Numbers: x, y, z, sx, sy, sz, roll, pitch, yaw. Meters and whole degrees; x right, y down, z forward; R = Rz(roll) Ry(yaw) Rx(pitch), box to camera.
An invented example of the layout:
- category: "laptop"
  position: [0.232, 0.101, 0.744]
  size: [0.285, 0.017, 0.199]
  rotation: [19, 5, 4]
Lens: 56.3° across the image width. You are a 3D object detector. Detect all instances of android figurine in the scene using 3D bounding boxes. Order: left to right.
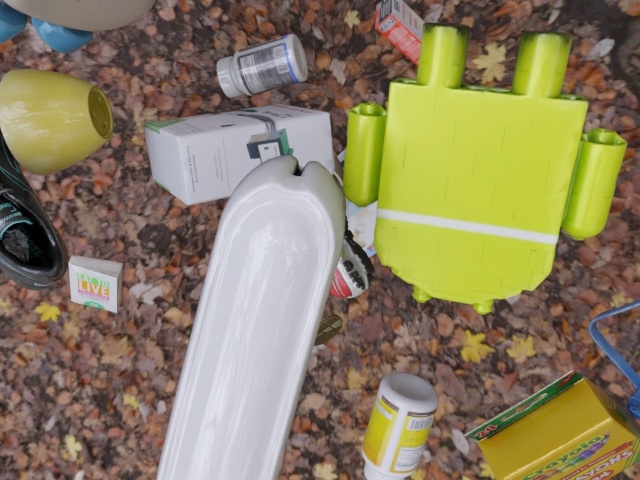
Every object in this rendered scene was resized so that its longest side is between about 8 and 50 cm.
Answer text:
- category: "android figurine"
  position: [0.141, -0.055, 0.556]
  size: [0.248, 0.056, 0.273]
  rotation: [8, 114, 14]

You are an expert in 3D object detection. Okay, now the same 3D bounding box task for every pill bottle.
- category: "pill bottle"
  position: [-0.096, -0.285, 0.987]
  size: [0.137, 0.078, 0.078]
  rotation: [-11, 103, 16]
- category: "pill bottle"
  position: [0.150, 0.376, 1.172]
  size: [0.117, 0.117, 0.215]
  rotation: [13, 109, -1]

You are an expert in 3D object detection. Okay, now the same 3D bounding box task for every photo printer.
- category: "photo printer"
  position: [-0.056, 0.070, 0.573]
  size: [0.107, 0.256, 0.308]
  rotation: [15, 98, -2]

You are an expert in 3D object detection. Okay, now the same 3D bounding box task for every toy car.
- category: "toy car"
  position: [-0.305, -0.376, 0.684]
  size: [0.219, 0.210, 0.238]
  rotation: [-20, 93, 24]

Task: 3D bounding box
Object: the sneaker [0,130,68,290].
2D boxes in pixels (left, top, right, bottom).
- category: "sneaker"
  position: [-0.381, -0.060, 0.702]
  size: [0.101, 0.106, 0.267]
  rotation: [-39, 109, -23]

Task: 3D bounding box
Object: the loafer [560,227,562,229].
- category: "loafer"
  position: [0.248, -0.061, 0.704]
  size: [0.078, 0.220, 0.080]
  rotation: [-31, 98, -2]

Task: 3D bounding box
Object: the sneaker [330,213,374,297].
- category: "sneaker"
  position: [0.000, 0.000, 1.268]
  size: [0.118, 0.107, 0.279]
  rotation: [-29, 87, 44]

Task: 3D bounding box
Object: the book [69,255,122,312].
- category: "book"
  position: [-0.448, 0.087, 1.191]
  size: [0.096, 0.035, 0.144]
  rotation: [15, 141, -8]

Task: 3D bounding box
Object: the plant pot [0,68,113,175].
- category: "plant pot"
  position: [-0.322, -0.155, 0.756]
  size: [0.095, 0.134, 0.134]
  rotation: [-8, 103, 6]

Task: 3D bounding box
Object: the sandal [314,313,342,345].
- category: "sandal"
  position: [-0.032, 0.215, 1.359]
  size: [0.180, 0.049, 0.072]
  rotation: [-30, 137, -11]

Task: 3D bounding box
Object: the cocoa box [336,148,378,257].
- category: "cocoa box"
  position: [0.073, -0.081, 1.768]
  size: [0.347, 0.228, 0.231]
  rotation: [-35, 121, 19]

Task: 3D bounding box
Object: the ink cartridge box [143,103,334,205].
- category: "ink cartridge box"
  position: [-0.112, -0.128, 0.834]
  size: [0.219, 0.160, 0.093]
  rotation: [-16, 114, -27]

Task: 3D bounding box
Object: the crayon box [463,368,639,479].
- category: "crayon box"
  position: [0.395, 0.330, 0.967]
  size: [0.202, 0.081, 0.318]
  rotation: [-40, 134, 19]

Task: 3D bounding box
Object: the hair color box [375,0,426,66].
- category: "hair color box"
  position: [0.162, -0.372, 1.076]
  size: [0.141, 0.072, 0.043]
  rotation: [32, 137, -30]

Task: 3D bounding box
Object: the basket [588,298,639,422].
- category: "basket"
  position: [0.603, 0.203, 0.941]
  size: [0.201, 0.255, 0.289]
  rotation: [-25, 75, -31]

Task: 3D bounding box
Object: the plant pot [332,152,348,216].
- category: "plant pot"
  position: [-0.039, -0.147, 1.515]
  size: [0.256, 0.274, 0.257]
  rotation: [5, 117, 9]
